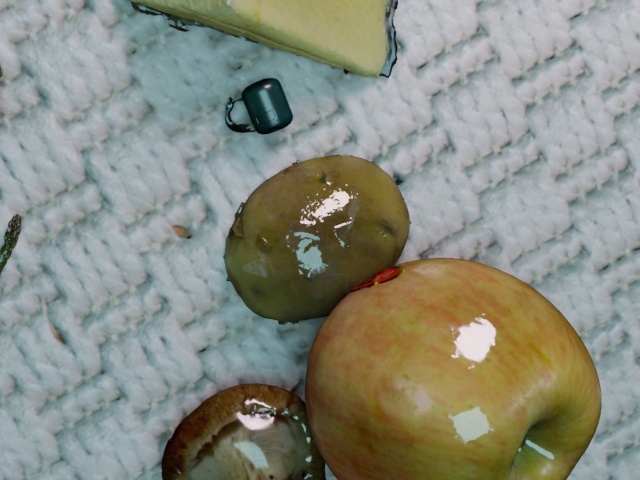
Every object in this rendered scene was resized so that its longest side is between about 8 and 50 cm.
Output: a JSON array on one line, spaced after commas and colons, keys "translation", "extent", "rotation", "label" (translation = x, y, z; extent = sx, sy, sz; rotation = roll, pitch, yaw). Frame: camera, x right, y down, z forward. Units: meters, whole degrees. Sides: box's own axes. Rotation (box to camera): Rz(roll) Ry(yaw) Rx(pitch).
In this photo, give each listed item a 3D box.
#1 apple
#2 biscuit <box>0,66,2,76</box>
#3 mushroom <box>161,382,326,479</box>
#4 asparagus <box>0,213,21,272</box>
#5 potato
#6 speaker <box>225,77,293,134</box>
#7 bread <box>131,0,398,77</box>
[{"translation": [0.188, 0.217, 1.320], "extent": [0.392, 0.346, 0.391], "rotation": [-11, 112, -29], "label": "apple"}, {"translation": [-0.484, -0.251, 1.305], "extent": [0.092, 0.016, 0.082], "rotation": [33, 92, -13], "label": "biscuit"}, {"translation": [-0.111, 0.346, 1.398], "extent": [0.267, 0.254, 0.267], "rotation": [0, 75, 0], "label": "mushroom"}, {"translation": [-0.488, 0.074, 1.359], "extent": [0.024, 0.025, 0.248], "rotation": [32, 94, 28], "label": "asparagus"}, {"translation": [0.000, 0.000, 1.397], "extent": [0.299, 0.116, 0.239], "rotation": [-29, 99, -6], "label": "potato"}, {"translation": [-0.093, -0.188, 1.366], "extent": [0.095, 0.060, 0.075], "rotation": [-23, 102, -6], "label": "speaker"}, {"translation": [-0.083, -0.442, 1.343], "extent": [0.405, 0.242, 0.345], "rotation": [7, 96, -45], "label": "bread"}]
